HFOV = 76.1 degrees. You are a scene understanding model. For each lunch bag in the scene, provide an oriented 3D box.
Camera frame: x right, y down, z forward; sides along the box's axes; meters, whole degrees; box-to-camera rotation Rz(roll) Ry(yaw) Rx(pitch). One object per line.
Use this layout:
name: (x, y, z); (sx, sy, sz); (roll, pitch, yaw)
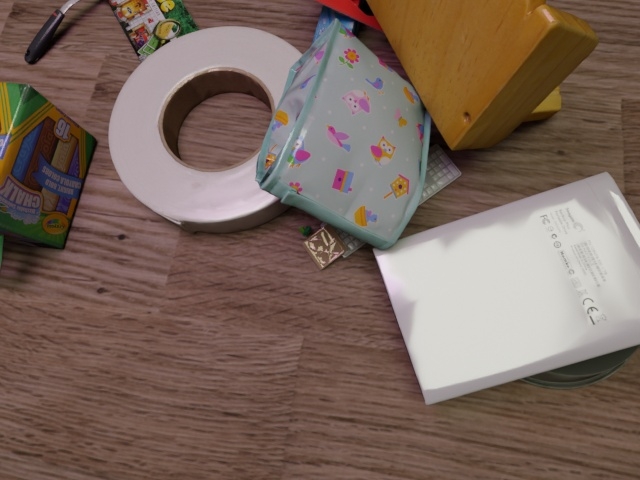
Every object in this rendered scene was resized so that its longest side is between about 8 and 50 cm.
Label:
lunch bag: (0.037, -0.136, 0.605); (0.223, 0.160, 0.262); (27, 64, -27)

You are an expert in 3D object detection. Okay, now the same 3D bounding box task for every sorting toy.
sorting toy: (0.000, 0.000, 0.693); (0.062, 0.012, 0.083); (-38, 79, 11)

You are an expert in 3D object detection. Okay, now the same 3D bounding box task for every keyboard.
keyboard: (0.123, -0.071, 0.709); (0.256, 0.014, 0.072); (-35, 75, -5)

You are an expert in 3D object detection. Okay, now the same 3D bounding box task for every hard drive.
hard drive: (0.279, 0.065, 0.582); (0.353, 0.047, 0.233); (-18, 72, 5)

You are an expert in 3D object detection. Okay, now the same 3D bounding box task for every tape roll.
tape roll: (-0.179, -0.203, 0.739); (0.392, 0.072, 0.391); (-1, 75, 4)

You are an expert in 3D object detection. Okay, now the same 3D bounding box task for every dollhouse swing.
dollhouse swing: (0.267, -0.354, 0.588); (0.305, 0.315, 0.346); (-19, 74, -15)

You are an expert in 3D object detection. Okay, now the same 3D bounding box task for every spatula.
spatula: (-0.514, -0.483, 0.846); (0.084, 0.030, 0.296); (41, 88, 21)

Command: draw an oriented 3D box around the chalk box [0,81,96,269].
chalk box: (-0.541, -0.091, 0.679); (0.180, 0.179, 0.288); (6, 75, 6)

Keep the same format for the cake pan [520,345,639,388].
cake pan: (0.362, 0.077, 0.631); (0.293, 0.054, 0.293); (-1, 75, 4)

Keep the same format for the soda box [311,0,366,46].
soda box: (0.041, -0.428, 0.783); (0.067, 0.071, 0.210); (11, 76, 7)

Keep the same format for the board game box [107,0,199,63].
board game box: (-0.359, -0.485, 0.852); (0.136, 0.030, 0.259); (-30, 75, -6)

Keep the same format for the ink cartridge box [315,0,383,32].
ink cartridge box: (0.106, -0.518, 0.739); (0.296, 0.066, 0.261); (12, 74, -23)
